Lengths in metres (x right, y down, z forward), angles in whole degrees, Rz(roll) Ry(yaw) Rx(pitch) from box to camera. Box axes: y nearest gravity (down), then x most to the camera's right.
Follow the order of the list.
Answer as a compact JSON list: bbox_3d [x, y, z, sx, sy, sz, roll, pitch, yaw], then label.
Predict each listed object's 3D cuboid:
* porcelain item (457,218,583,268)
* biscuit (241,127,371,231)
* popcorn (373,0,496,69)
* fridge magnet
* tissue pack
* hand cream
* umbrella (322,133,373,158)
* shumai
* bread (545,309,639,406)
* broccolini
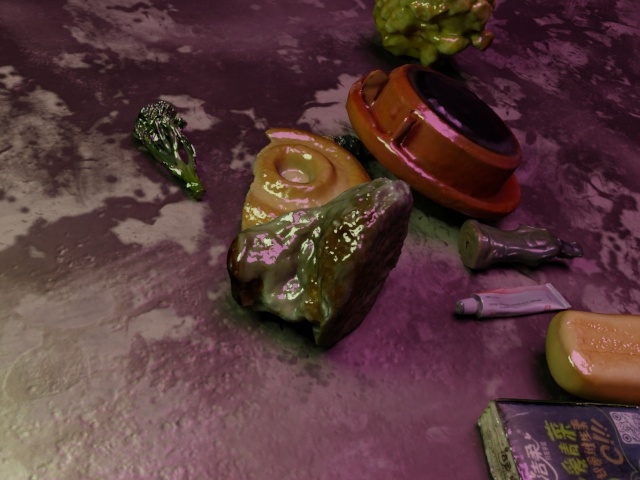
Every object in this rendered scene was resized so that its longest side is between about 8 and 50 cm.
[{"bbox_3d":[0.343,0.008,1.332,0.216,0.069,0.081,2,33,-17],"label":"porcelain item"},{"bbox_3d":[-0.014,-0.083,1.284,0.213,0.091,0.274,10,41,-7],"label":"biscuit"},{"bbox_3d":[0.249,-0.496,1.695,0.270,0.257,0.224,16,48,8],"label":"popcorn"},{"bbox_3d":[0.212,-0.180,1.396,0.364,0.155,0.363,26,31,-17],"label":"fridge magnet"},{"bbox_3d":[0.340,0.294,1.028,0.236,0.073,0.173,5,44,-15],"label":"tissue pack"},{"bbox_3d":[0.304,0.095,1.257,0.216,0.038,0.052,-2,70,-29],"label":"hand cream"},{"bbox_3d":[0.064,-0.169,1.425,0.144,0.037,0.040,3,60,-33],"label":"umbrella"},{"bbox_3d":[0.000,0.000,1.118,0.204,0.222,0.272,31,52,18],"label":"shumai"},{"bbox_3d":[0.433,0.180,1.163,0.217,0.098,0.147,8,44,-9],"label":"bread"},{"bbox_3d":[-0.246,-0.142,1.305,0.091,0.068,0.202,-20,69,-19],"label":"broccolini"}]
